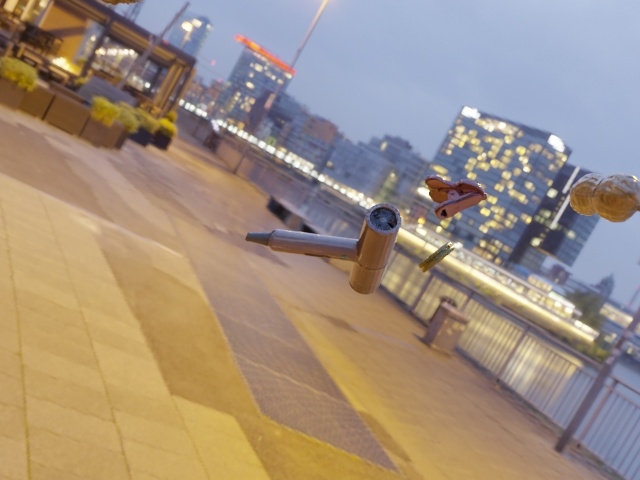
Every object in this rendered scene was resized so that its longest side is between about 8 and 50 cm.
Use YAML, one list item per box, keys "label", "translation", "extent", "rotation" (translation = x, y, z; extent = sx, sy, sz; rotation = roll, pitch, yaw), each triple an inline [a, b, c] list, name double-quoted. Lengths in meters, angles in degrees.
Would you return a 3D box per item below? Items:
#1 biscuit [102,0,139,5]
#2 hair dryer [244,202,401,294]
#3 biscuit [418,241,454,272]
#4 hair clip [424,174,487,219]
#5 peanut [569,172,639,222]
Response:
- label: "biscuit"
  translation: [-0.211, -0.338, 0.757]
  extent: [0.082, 0.168, 0.070]
  rotation: [4, -4, 12]
- label: "hair dryer"
  translation: [-0.002, -0.007, 1.062]
  extent: [0.221, 0.053, 0.195]
  rotation: [16, -30, 3]
- label: "biscuit"
  translation: [0.239, 0.034, 1.473]
  extent: [0.023, 0.084, 0.084]
  rotation: [52, 8, 8]
- label: "hair clip"
  translation: [0.344, -0.126, 1.833]
  extent: [0.123, 0.138, 0.102]
  rotation: [45, 23, -56]
- label: "peanut"
  translation: [0.640, -0.099, 1.621]
  extent: [0.263, 0.101, 0.117]
  rotation: [-148, -146, -77]
